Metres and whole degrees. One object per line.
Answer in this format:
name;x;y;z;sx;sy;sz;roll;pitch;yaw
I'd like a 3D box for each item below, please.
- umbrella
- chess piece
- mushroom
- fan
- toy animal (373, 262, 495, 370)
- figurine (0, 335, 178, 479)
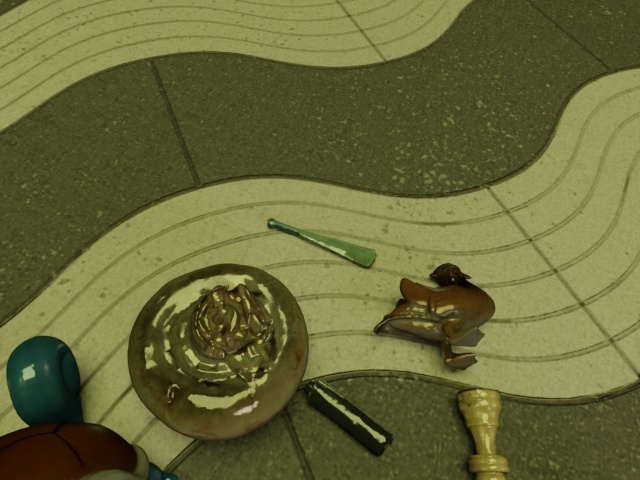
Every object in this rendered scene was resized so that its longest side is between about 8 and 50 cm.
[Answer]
umbrella;0.034;0.232;0.618;0.133;0.031;0.036;34;59;19
chess piece;0.211;0.278;0.587;0.060;0.060;0.172;3;58;-2
mushroom;-0.127;0.131;0.589;0.226;0.178;0.226;1;66;-3
fan;0.000;0.000;0.783;0.193;0.016;0.038;21;54;9
toy animal;0.164;0.096;0.695;0.188;0.089;0.179;-2;39;-5
figurine;-0.256;0.266;0.447;0.297;0.243;0.416;-12;18;-17
